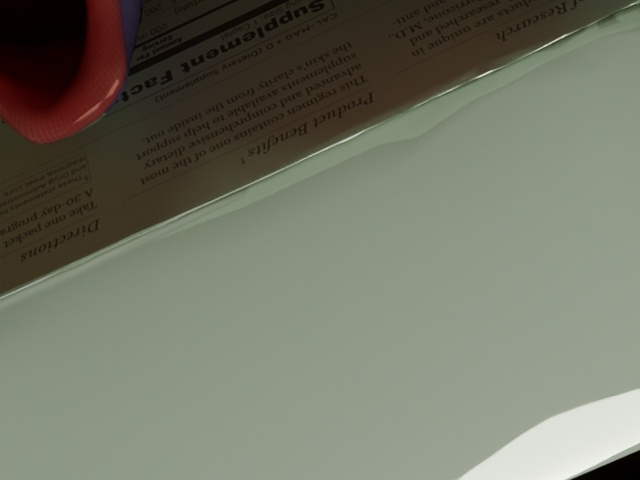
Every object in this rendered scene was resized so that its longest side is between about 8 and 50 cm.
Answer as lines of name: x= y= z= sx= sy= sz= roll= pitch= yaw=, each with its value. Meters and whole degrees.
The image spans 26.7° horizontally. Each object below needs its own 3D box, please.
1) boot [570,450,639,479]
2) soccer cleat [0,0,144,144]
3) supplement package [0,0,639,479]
boot: x=0.234 y=0.129 z=0.578 sx=0.295 sy=0.104 sz=0.211 roll=-17 pitch=151 yaw=39
soccer cleat: x=-0.144 y=-0.148 z=0.308 sx=0.109 sy=0.116 sz=0.318 roll=-31 pitch=134 yaw=11
supplement package: x=0.000 y=0.000 z=0.478 sx=0.262 sy=0.145 sz=0.204 roll=-24 pitch=135 yaw=4
